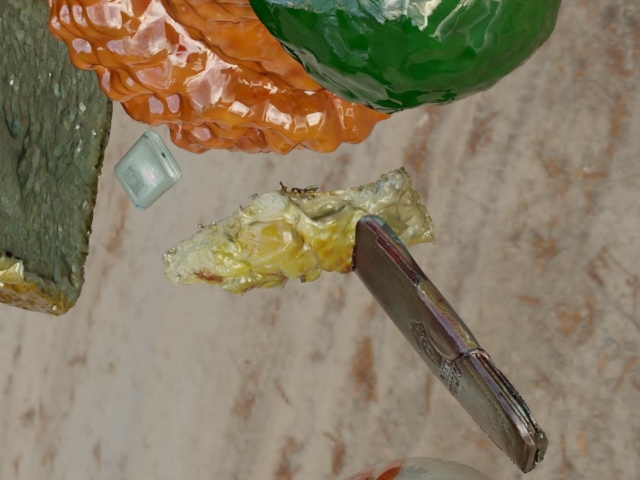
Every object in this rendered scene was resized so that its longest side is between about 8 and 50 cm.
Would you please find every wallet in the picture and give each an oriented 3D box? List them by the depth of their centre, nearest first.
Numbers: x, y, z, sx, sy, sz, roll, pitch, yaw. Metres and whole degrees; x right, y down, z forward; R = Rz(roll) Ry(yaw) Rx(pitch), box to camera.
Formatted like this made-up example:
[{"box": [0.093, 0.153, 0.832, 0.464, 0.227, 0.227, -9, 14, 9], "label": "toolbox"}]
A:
[{"box": [0.108, 0.088, 1.051, 0.255, 0.031, 0.137, 51, 168, 22], "label": "wallet"}]

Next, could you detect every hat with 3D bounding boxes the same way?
[{"box": [-0.022, -0.184, 0.600, 0.400, 0.285, 0.285, -158, 74, -79], "label": "hat"}]

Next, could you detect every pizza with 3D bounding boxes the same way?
[{"box": [0.000, 0.000, 1.292, 0.223, 0.323, 0.089, 135, 124, -68], "label": "pizza"}]

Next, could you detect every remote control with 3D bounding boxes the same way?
[{"box": [-0.156, -0.061, 1.072, 0.053, 0.018, 0.124, 58, 155, -1], "label": "remote control"}]

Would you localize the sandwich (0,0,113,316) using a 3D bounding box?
[{"box": [-0.274, -0.087, 0.940, 0.099, 0.301, 0.271, 9, 85, 21], "label": "sandwich"}]

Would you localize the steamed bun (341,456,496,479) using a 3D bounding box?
[{"box": [0.050, 0.303, 1.076, 0.177, 0.283, 0.283, 49, 135, 3], "label": "steamed bun"}]
